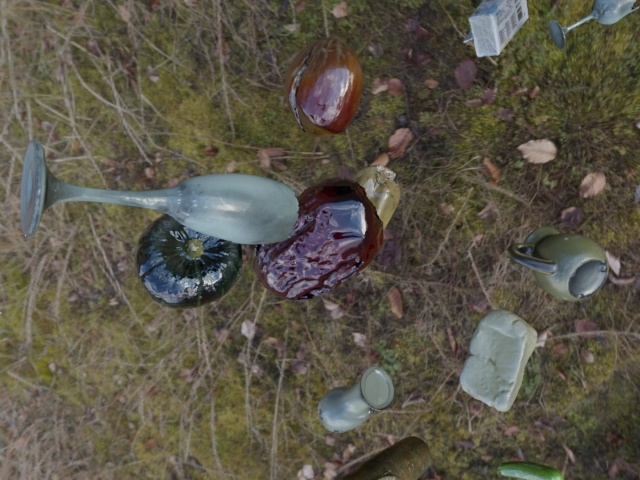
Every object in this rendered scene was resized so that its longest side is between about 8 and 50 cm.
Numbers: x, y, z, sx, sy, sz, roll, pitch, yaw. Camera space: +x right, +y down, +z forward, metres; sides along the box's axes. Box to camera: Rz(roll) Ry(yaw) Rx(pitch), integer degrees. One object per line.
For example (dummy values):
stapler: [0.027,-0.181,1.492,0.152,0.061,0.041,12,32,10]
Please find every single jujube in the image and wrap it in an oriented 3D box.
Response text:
jujube: [0.000,0.000,1.240,0.376,0.258,0.258,-38,83,31]

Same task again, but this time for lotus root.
lotus root: [0.129,-0.089,1.415,0.160,0.146,0.284,40,118,22]

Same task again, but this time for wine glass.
wine glass: [-0.220,-0.004,0.623,0.264,0.309,0.096,-41,58,40]
wine glass: [0.668,-0.549,1.159,0.195,0.079,0.079,-26,88,11]

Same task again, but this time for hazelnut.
hazelnut: [0.003,-0.350,1.083,0.212,0.181,0.181,35,156,43]

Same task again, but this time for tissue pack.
tissue pack: [0.608,-0.785,1.681,0.145,0.229,0.159,18,153,44]

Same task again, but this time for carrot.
carrot: [0.032,0.380,0.693,0.070,0.342,0.070,31,128,50]

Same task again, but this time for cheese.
cheese: [0.496,0.327,1.330,0.159,0.093,0.263,19,89,41]

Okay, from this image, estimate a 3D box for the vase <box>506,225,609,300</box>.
vase: [0.836,0.067,1.741,0.329,0.302,0.241,6,113,-17]

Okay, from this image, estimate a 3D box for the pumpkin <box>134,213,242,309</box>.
pumpkin: [-0.260,0.034,0.947,0.211,0.211,0.152,44,159,13]

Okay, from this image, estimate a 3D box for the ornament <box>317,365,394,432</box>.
ornament: [0.054,0.268,0.777,0.081,0.075,0.156,29,134,-10]

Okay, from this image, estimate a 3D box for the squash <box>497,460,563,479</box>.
squash: [0.274,0.303,0.623,0.089,0.027,0.027,-16,94,54]
